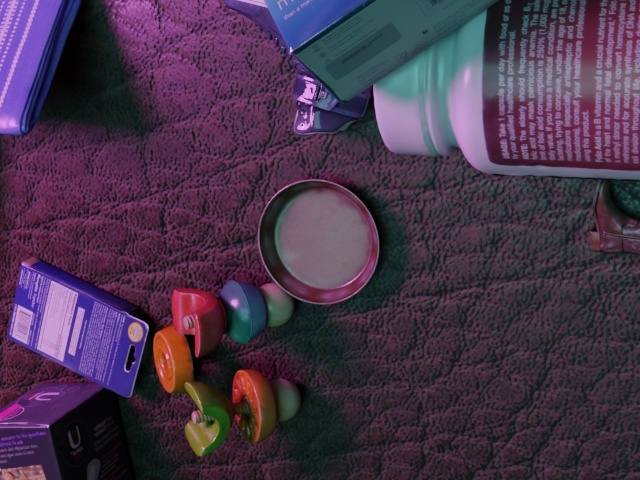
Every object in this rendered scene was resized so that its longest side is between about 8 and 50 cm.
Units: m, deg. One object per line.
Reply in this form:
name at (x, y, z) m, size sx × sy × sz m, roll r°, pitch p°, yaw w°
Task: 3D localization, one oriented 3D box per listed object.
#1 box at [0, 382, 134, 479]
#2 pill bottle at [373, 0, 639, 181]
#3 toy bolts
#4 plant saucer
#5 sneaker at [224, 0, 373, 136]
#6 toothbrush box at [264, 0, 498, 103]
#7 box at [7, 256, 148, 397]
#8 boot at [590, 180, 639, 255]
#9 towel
box at (-0.386, 0.367, 1.548) m, size 0.143 × 0.165 × 0.270 m, roll -4°, pitch 104°, yaw 24°
pill bottle at (0.269, -0.177, 1.089) m, size 0.392 × 0.224 × 0.224 m, roll 4°, pitch 107°, yaw 20°
toy bolts at (-0.122, 0.146, 1.423) m, size 0.218 × 0.158 × 0.228 m, roll 46°, pitch 138°, yaw 49°
plant saucer at (0.000, 0.000, 1.355) m, size 0.168 × 0.029 × 0.168 m, roll 5°, pitch 105°, yaw 19°
sneaker at (-0.035, -0.219, 1.275) m, size 0.226 × 0.086 × 0.163 m, roll 23°, pitch 110°, yaw 13°
toothbrush box at (0.029, -0.326, 1.050) m, size 0.216 × 0.126 × 0.295 m, roll -31°, pitch 60°, yaw 13°
box at (-0.357, 0.131, 1.537) m, size 0.225 × 0.036 × 0.136 m, roll 25°, pitch 114°, yaw 15°
boot at (0.375, -0.026, 1.195) m, size 0.114 × 0.037 × 0.106 m, roll 8°, pitch 122°, yaw 23°
towel at (-0.499, -0.261, 1.404) m, size 0.336 × 0.040 × 0.243 m, roll 7°, pitch 71°, yaw 20°
